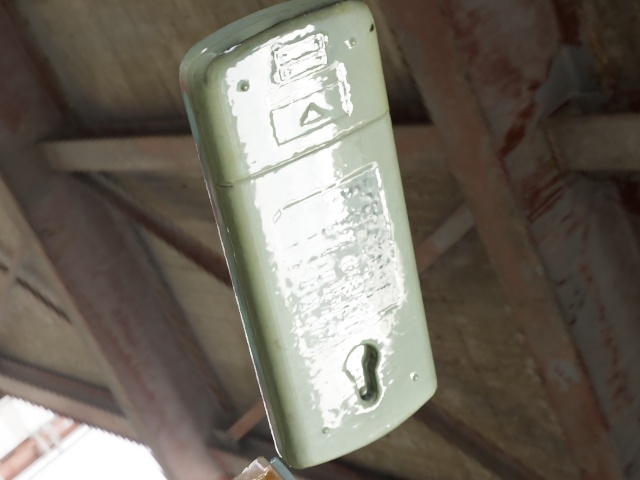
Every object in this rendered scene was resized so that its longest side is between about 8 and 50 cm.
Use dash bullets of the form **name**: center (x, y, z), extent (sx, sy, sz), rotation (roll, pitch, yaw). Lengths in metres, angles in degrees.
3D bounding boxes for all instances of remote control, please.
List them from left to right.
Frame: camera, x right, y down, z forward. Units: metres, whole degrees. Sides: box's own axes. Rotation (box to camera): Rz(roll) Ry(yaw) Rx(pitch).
- **remote control**: center (0.000, 0.000, 0.575), extent (0.038, 0.098, 0.234), rotation (28, -42, 52)

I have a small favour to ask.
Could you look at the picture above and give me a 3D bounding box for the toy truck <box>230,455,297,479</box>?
- **toy truck**: center (0.017, 0.265, 0.611), extent (0.305, 0.162, 0.136), rotation (46, -14, 10)
